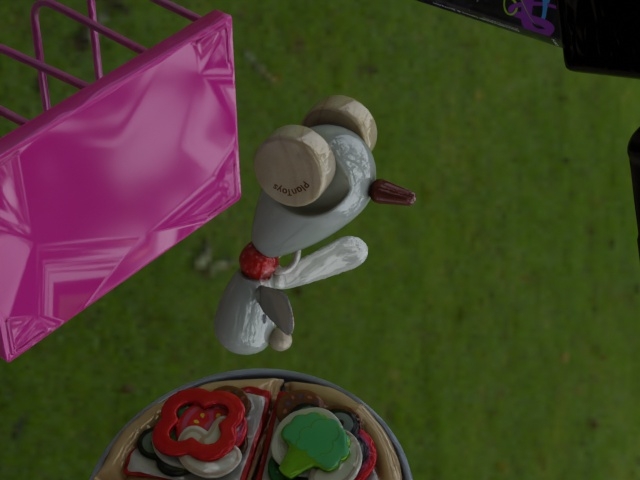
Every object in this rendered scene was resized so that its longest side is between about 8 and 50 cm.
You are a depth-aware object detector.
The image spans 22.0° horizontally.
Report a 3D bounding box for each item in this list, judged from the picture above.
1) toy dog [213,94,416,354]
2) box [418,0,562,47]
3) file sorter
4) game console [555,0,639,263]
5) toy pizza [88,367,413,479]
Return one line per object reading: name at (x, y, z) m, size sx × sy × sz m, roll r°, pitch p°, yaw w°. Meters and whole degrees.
toy dog at (0.000, 0.000, 1.799) m, size 0.220 × 0.161 × 0.333 m, roll -52°, pitch 165°, yaw -34°
box at (0.139, -0.223, 1.260) m, size 0.116 × 0.162 × 0.029 m, roll -66°, pitch 155°, yaw -3°
file sorter at (-0.236, -0.081, 1.440) m, size 0.291 × 0.182 × 0.202 m, roll -37°, pitch 141°, yaw -36°
game console at (0.227, -0.060, 1.068) m, size 0.044 × 0.213 × 0.361 m, roll -12°, pitch 103°, yaw -15°
toy pizza at (-0.045, 0.154, 0.969) m, size 0.032 × 0.201 × 0.201 m, roll 80°, pitch 28°, yaw -50°
